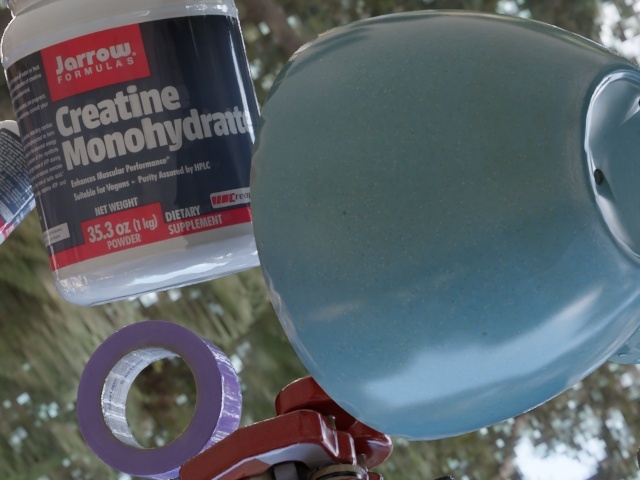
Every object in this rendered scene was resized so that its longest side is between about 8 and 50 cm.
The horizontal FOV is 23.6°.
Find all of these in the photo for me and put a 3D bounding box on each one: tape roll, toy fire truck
[{"bbox_3d":[-0.196,0.196,1.873,0.189,0.189,0.080,-28,161,7],"label":"tape roll"},{"bbox_3d":[-0.044,0.291,1.743,0.253,0.302,0.169,-20,-123,10],"label":"toy fire truck"}]

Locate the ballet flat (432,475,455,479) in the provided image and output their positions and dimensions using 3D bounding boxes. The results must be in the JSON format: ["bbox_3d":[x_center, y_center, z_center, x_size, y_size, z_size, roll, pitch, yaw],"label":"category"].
[{"bbox_3d":[0.085,0.280,1.545,0.173,0.049,0.057,-14,158,-39],"label":"ballet flat"}]

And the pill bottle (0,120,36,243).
[{"bbox_3d":[-0.396,-0.091,1.971,0.180,0.108,0.108,-51,-152,-19],"label":"pill bottle"}]

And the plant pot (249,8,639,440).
[{"bbox_3d":[0.125,-0.025,0.989,0.195,0.290,0.290,-14,-153,43],"label":"plant pot"}]

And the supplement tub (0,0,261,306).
[{"bbox_3d":[-0.143,-0.097,1.213,0.191,0.272,0.191,-14,179,0],"label":"supplement tub"}]

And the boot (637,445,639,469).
[{"bbox_3d":[0.576,0.273,2.112,0.236,0.085,0.178,-14,174,-29],"label":"boot"}]

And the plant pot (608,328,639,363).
[{"bbox_3d":[0.372,-0.002,1.680,0.293,0.293,0.235,-21,-113,22],"label":"plant pot"}]
